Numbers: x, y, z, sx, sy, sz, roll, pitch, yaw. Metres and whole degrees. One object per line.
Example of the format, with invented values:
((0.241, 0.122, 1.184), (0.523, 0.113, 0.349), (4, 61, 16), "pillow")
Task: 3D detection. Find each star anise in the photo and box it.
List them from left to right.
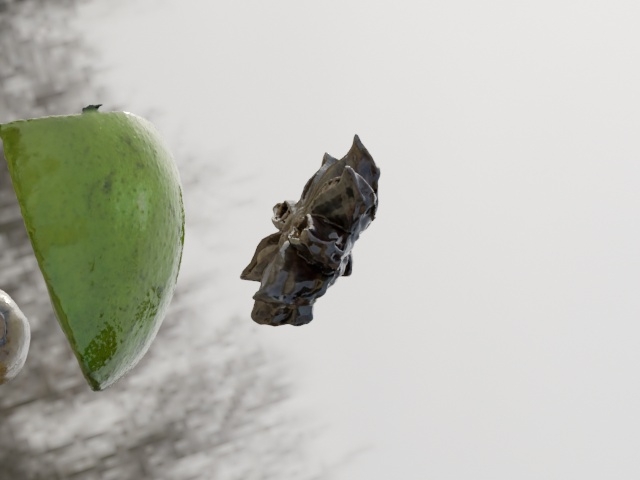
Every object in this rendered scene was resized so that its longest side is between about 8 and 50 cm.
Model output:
((-0.001, 0.001, 2.256), (0.236, 0.109, 0.223), (-49, -162, 25), "star anise")

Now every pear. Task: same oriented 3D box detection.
((-0.187, 0.015, 1.737), (0.288, 0.139, 0.239), (81, 0, -81), "pear")

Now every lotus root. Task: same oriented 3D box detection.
((-0.418, 0.118, 2.354), (0.221, 0.118, 0.125), (148, -57, -77), "lotus root")
